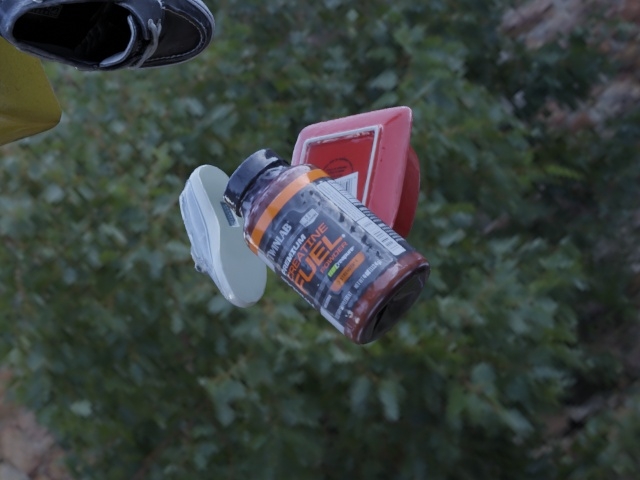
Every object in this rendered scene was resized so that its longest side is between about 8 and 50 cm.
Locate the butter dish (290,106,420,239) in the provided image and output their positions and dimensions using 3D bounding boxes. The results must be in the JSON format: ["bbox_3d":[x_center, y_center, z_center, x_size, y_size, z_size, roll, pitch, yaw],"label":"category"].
[{"bbox_3d":[0.048,-0.044,1.438,0.160,0.118,0.160,-8,60,38],"label":"butter dish"}]

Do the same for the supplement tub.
[{"bbox_3d":[0.000,0.000,1.273,0.106,0.198,0.106,-43,-19,-19],"label":"supplement tub"}]

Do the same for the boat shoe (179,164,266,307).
[{"bbox_3d":[-0.140,0.005,1.874,0.079,0.227,0.081,5,-37,-38],"label":"boat shoe"}]

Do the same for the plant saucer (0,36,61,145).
[{"bbox_3d":[-0.518,-0.232,1.581,0.333,0.333,0.081,-17,14,13],"label":"plant saucer"}]

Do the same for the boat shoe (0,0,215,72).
[{"bbox_3d":[-0.212,-0.218,1.387,0.301,0.102,0.108,6,-60,-49],"label":"boat shoe"}]
